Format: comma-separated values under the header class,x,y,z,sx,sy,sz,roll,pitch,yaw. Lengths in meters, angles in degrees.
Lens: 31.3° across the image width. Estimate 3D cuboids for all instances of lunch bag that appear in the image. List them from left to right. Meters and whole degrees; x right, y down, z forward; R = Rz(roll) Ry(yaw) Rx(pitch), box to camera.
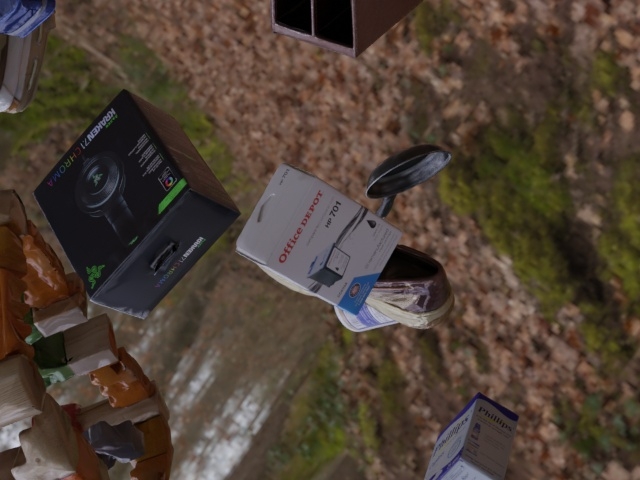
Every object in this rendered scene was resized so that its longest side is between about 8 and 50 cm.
class,x,y,z,sx,sy,sz,roll,pitch,yaw
lunch bag,-0.364,-0.292,1.377,0.065,0.098,0.067,-4,-106,-51

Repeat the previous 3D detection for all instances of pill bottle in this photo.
class,x,y,z,sx,sy,sz,roll,pitch,yaw
pill bottle,0.125,0.098,2.088,0.186,0.112,0.112,-17,145,42

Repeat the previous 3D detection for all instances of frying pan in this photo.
class,x,y,z,sx,sy,sz,roll,pitch,yaw
frying pan,0.184,-0.129,2.430,0.326,0.197,0.053,71,174,-76

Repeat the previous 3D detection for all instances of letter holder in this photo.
class,x,y,z,sx,sy,sz,roll,pitch,yaw
letter holder,0.068,-0.446,1.680,0.152,0.302,0.214,22,136,26

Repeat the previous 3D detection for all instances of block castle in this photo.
class,x,y,z,sx,sy,sz,roll,pitch,yaw
block castle,-0.314,0.199,1.181,0.453,0.212,0.303,66,-176,-49

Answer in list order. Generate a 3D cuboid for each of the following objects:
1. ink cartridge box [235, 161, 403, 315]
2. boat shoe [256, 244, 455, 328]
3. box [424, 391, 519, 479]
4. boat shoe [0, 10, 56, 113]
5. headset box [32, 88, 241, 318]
class,x,y,z,sx,sy,sz,roll,pitch,yaw
ink cartridge box,0.000,0.000,1.551,0.190,0.140,0.082,30,179,-42
boat shoe,0.038,0.021,1.702,0.342,0.123,0.123,22,151,26
box,0.208,0.308,1.607,0.072,0.126,0.137,32,-140,-2
boat shoe,-0.444,-0.334,1.654,0.113,0.302,0.103,12,177,34
headset box,-0.295,-0.051,1.824,0.131,0.246,0.283,27,-158,-52
